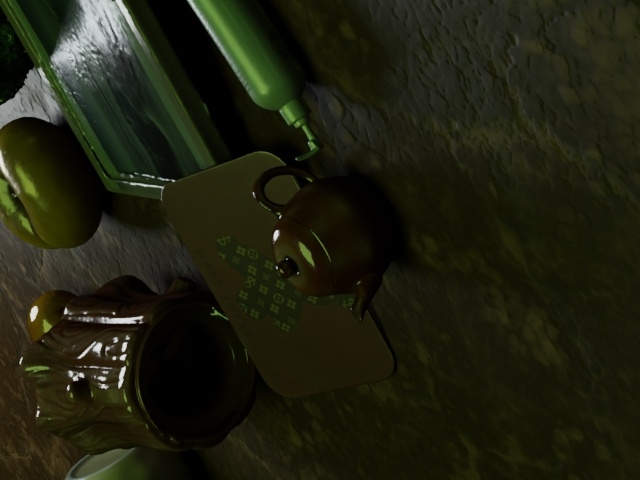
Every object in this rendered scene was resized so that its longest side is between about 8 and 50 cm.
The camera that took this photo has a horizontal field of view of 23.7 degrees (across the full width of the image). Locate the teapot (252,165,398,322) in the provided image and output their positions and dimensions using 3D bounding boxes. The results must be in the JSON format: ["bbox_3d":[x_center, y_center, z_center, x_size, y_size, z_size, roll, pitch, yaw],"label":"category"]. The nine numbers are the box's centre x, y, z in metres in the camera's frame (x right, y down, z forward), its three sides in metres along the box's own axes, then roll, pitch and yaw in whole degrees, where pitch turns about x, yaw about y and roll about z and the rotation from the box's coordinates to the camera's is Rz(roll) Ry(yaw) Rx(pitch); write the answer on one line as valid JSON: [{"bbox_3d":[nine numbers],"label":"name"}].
[{"bbox_3d":[0.000,0.000,1.389,0.173,0.116,0.116,50,150,17],"label":"teapot"}]

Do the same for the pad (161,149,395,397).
[{"bbox_3d":[-0.044,0.040,1.524,0.181,0.004,0.267,-16,110,41],"label":"pad"}]

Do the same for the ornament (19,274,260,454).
[{"bbox_3d":[-0.192,0.145,1.760,0.235,0.221,0.217,26,162,-32],"label":"ornament"}]

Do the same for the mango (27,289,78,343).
[{"bbox_3d":[-0.353,0.139,2.107,0.102,0.085,0.184,44,154,26],"label":"mango"}]

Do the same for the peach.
[{"bbox_3d":[-0.341,-0.067,1.866,0.179,0.103,0.179,38,148,29],"label":"peach"}]

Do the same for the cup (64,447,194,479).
[{"bbox_3d":[-0.231,0.362,2.100,0.173,0.255,0.202,-24,100,19],"label":"cup"}]

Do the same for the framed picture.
[{"bbox_3d":[-0.250,-0.228,1.567,0.326,0.028,0.446,10,133,58],"label":"framed picture"}]

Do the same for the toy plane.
[{"bbox_3d":[-0.042,0.097,1.604,0.145,0.060,0.037,38,148,6],"label":"toy plane"}]

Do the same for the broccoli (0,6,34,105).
[{"bbox_3d":[-0.462,-0.247,1.777,0.261,0.242,0.269,-19,134,28],"label":"broccoli"}]

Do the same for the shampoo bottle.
[{"bbox_3d":[-0.053,-0.162,1.371,0.195,0.056,0.056,56,152,2],"label":"shampoo bottle"}]
